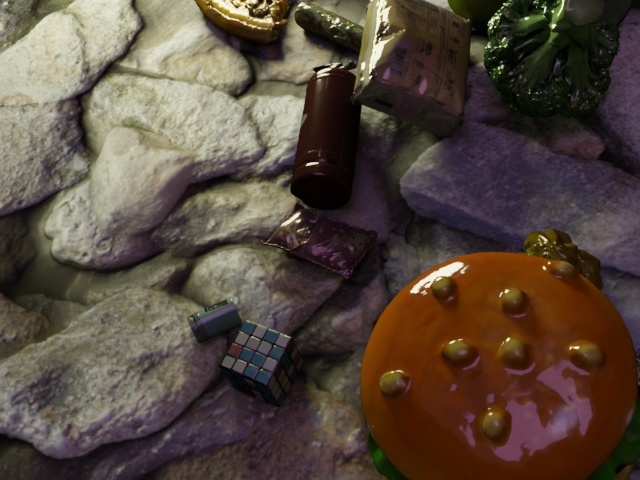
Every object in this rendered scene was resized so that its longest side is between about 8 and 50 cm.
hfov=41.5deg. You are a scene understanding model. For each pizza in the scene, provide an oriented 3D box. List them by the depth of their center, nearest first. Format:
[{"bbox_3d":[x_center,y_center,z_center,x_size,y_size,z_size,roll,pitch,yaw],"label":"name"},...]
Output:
[{"bbox_3d":[-0.125,-0.543,1.882,0.287,0.074,0.251,-25,58,-3],"label":"pizza"}]

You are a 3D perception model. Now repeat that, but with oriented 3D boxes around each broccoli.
[{"bbox_3d":[0.431,-0.353,1.532,0.269,0.270,0.270,2,73,-6],"label":"broccoli"}]

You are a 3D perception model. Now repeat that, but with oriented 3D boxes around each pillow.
[{"bbox_3d":[0.000,0.000,1.517,0.184,0.043,0.118,24,59,21],"label":"pillow"}]

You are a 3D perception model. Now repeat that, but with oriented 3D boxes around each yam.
[{"bbox_3d":[0.063,-0.430,1.776,0.274,0.061,0.061,32,68,27],"label":"yam"}]

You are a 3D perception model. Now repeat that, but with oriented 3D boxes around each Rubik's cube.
[{"bbox_3d":[-0.094,0.200,1.373,0.092,0.092,0.092,19,63,23],"label":"Rubik's cube"}]

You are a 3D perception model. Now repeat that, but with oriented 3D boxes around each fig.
[{"bbox_3d":[0.354,-0.506,1.702,0.191,0.181,0.181,41,70,2],"label":"fig"}]

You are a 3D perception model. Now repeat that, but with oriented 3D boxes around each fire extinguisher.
[{"bbox_3d":[0.012,-0.223,1.621,0.135,0.114,0.338,-16,51,35],"label":"fire extinguisher"}]

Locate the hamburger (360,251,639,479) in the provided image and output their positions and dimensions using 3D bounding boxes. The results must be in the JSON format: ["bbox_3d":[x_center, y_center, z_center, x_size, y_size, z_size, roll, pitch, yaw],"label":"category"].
[{"bbox_3d":[0.245,0.219,1.160,0.395,0.277,0.396,-11,52,15],"label":"hamburger"}]

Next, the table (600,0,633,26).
[{"bbox_3d":[0.512,-0.519,1.700,0.126,0.126,0.220,-25,55,-5],"label":"table"}]

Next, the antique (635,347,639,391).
[{"bbox_3d":[0.543,0.163,1.276,0.221,0.080,0.081,-41,58,-14],"label":"antique"}]

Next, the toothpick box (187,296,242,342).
[{"bbox_3d":[-0.182,0.137,1.458,0.083,0.052,0.052,-25,56,-7],"label":"toothpick box"}]

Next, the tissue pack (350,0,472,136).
[{"bbox_3d":[0.182,-0.351,1.627,0.214,0.123,0.257,19,60,-14],"label":"tissue pack"}]

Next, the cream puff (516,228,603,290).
[{"bbox_3d":[0.377,0.043,1.355,0.156,0.156,0.121,-1,75,11],"label":"cream puff"}]
